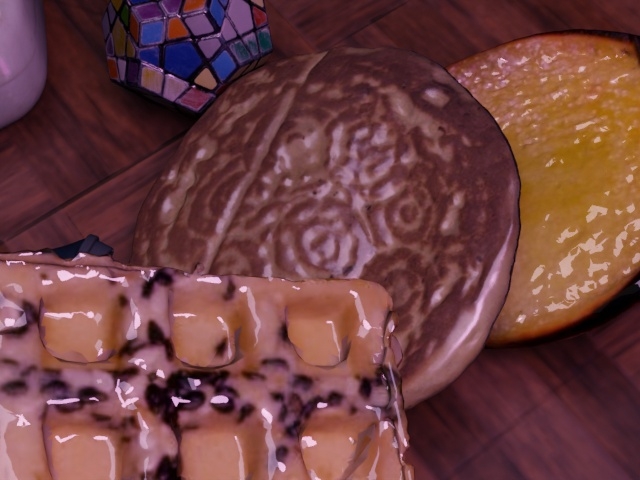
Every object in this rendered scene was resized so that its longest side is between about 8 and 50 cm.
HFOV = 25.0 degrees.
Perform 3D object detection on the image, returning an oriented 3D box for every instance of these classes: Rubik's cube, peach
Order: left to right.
[{"bbox_3d":[-0.085,-0.130,0.913,0.111,0.111,0.093,20,89,22],"label":"Rubik's cube"},{"bbox_3d":[0.104,-0.017,0.818,0.279,0.068,0.189,-11,57,25],"label":"peach"}]

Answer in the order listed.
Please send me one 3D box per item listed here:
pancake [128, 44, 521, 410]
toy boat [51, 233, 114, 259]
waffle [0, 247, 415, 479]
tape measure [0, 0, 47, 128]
[{"bbox_3d":[0.000,0.000,0.807,0.250,0.031,0.250,-12,61,22],"label":"pancake"},{"bbox_3d":[-0.162,0.120,0.744,0.122,0.114,0.296,20,58,-2],"label":"toy boat"},{"bbox_3d":[-0.071,0.189,0.603,0.260,0.114,0.376,4,62,-16],"label":"waffle"},{"bbox_3d":[-0.311,-0.159,0.955,0.246,0.125,0.243,-24,55,-6],"label":"tape measure"}]
